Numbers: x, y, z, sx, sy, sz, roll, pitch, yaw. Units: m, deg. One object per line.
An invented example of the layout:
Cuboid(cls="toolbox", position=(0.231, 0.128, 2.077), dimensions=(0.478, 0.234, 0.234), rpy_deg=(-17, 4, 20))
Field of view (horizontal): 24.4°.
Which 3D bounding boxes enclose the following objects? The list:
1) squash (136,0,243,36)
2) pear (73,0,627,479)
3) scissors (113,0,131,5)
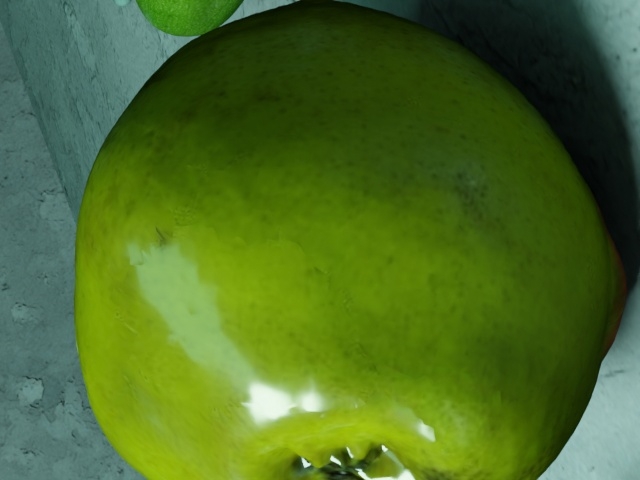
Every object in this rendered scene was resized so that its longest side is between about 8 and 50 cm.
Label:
Cuboid(cls="squash", position=(-0.080, -0.255, 1.012), dimensions=(0.107, 0.107, 0.395), rpy_deg=(63, 161, 21))
Cuboid(cls="pear", position=(0.000, 0.000, 0.806), dimensions=(0.287, 0.287, 0.375), rpy_deg=(87, 170, -45))
Cuboid(cls="scissors", position=(-0.158, -0.313, 1.118), dimensions=(0.383, 0.029, 0.255), rpy_deg=(-143, 50, -80))
